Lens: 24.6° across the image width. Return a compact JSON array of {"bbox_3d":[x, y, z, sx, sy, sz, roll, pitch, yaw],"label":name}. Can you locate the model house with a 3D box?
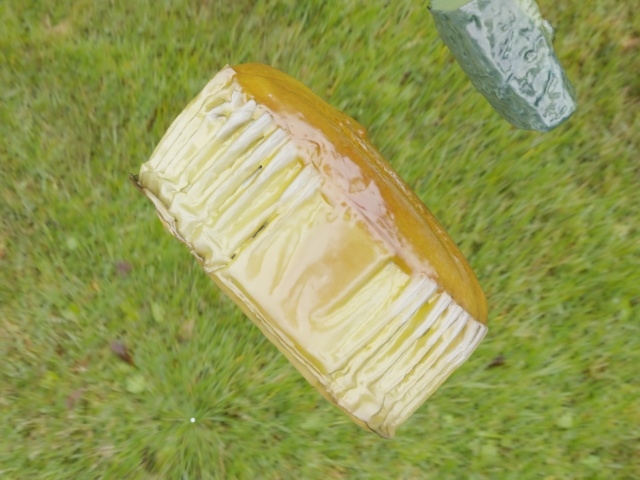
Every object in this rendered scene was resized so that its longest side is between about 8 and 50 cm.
[{"bbox_3d":[0.102,-0.104,0.761,0.066,0.079,0.083,-34,106,2],"label":"model house"}]

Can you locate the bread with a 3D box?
[{"bbox_3d":[0.000,0.000,0.739,0.190,0.132,0.114,42,93,-8],"label":"bread"}]
